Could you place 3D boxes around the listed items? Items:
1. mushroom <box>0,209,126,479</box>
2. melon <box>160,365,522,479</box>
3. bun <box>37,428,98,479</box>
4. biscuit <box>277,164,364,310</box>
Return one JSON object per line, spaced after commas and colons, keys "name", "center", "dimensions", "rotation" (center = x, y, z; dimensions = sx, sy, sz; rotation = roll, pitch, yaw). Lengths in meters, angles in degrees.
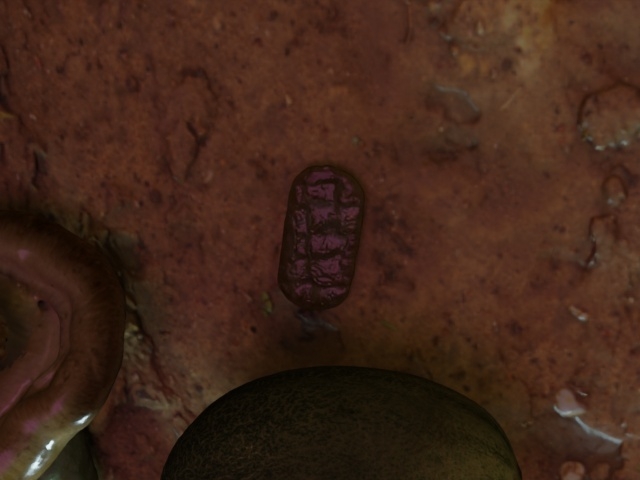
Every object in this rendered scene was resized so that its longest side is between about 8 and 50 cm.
{"name": "mushroom", "center": [-0.306, 0.106, 1.009], "dimensions": [0.278, 0.146, 0.278], "rotation": [-3, 76, 14]}
{"name": "melon", "center": [0.014, 0.232, 0.944], "dimensions": [0.329, 0.248, 0.248], "rotation": [-10, 110, 12]}
{"name": "bun", "center": [-0.331, 0.249, 1.119], "dimensions": [0.196, 0.118, 0.195], "rotation": [5, 111, 14]}
{"name": "biscuit", "center": [0.000, 0.000, 0.969], "dimensions": [0.071, 0.018, 0.147], "rotation": [13, 117, 9]}
